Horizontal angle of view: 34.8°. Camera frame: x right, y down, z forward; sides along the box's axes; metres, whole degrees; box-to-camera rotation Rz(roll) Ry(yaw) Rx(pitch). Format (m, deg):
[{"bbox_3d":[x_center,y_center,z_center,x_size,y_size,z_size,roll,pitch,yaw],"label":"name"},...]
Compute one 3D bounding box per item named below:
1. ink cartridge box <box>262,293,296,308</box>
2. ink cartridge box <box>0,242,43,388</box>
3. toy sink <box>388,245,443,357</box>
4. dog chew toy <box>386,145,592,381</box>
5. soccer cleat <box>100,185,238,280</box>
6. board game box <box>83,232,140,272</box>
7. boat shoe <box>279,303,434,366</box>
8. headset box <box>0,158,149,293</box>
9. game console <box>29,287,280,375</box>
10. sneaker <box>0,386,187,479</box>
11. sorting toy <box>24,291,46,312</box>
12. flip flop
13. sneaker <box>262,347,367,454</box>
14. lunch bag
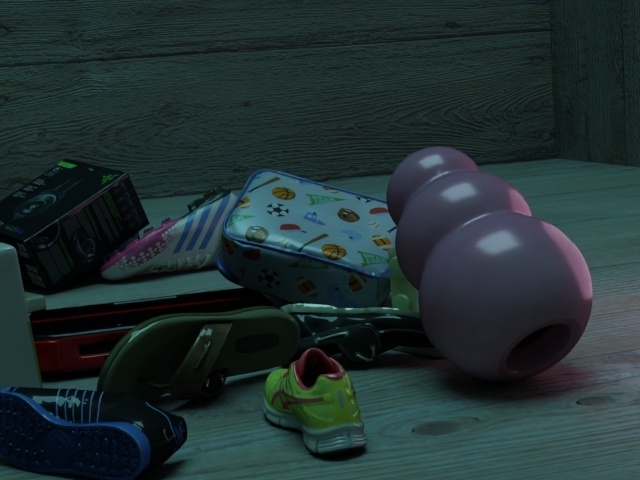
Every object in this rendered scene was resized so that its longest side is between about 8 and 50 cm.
[{"bbox_3d":[0.003,0.069,1.744,0.198,0.067,0.115,-10,11,-25],"label":"ink cartridge box"},{"bbox_3d":[-0.496,0.100,1.329,0.119,0.207,0.353,-16,14,-35],"label":"ink cartridge box"},{"bbox_3d":[0.190,0.068,1.455,0.234,0.131,0.152,-13,12,-43],"label":"toy sink"},{"bbox_3d":[0.189,0.010,1.264,0.206,0.207,0.332,-8,48,-23],"label":"dog chew toy"},{"bbox_3d":[-0.289,0.017,2.108,0.331,0.143,0.116,-33,5,-21],"label":"soccer cleat"},{"bbox_3d":[-0.524,0.033,2.245,0.194,0.060,0.194,-5,12,18],"label":"board game box"},{"bbox_3d":[0.055,0.131,1.342,0.233,0.079,0.084,0,-24,16],"label":"boat shoe"},{"bbox_3d":[-0.532,-0.042,2.112,0.246,0.131,0.283,15,44,45],"label":"headset box"},{"bbox_3d":[-0.258,0.132,1.554,0.386,0.060,0.342,-6,4,-12],"label":"game console"},{"bbox_3d":[-0.247,0.194,1.056,0.232,0.082,0.090,9,11,29],"label":"sneaker"},{"bbox_3d":[-0.677,0.093,1.847,0.257,0.090,0.255,-13,12,-42],"label":"sorting toy"},{"bbox_3d":[-0.137,0.148,1.240,0.277,0.112,0.080,-7,30,-32],"label":"flip flop"},{"bbox_3d":[-0.008,0.157,1.100,0.081,0.094,0.208,-10,9,-23],"label":"sneaker"},{"bbox_3d":[0.000,0.000,1.648,0.303,0.115,0.243,17,37,7],"label":"lunch bag"}]
